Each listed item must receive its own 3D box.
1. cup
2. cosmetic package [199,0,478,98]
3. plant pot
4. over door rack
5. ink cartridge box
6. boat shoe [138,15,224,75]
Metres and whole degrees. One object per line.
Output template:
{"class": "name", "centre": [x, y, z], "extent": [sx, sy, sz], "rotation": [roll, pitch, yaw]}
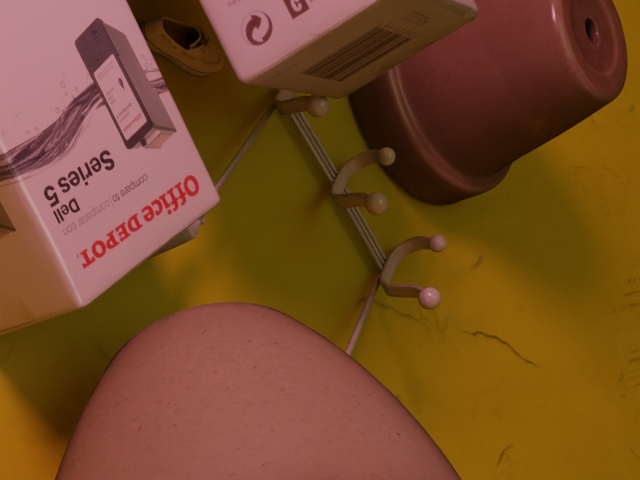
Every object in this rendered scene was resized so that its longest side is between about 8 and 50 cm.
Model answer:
{"class": "cup", "centre": [-0.060, 0.187, 1.130], "extent": [0.331, 0.331, 0.237], "rotation": [34, 26, -41]}
{"class": "cosmetic package", "centre": [-0.059, -0.357, 1.291], "extent": [0.453, 0.161, 0.230], "rotation": [63, 19, 7]}
{"class": "plant pot", "centre": [0.191, -0.185, 1.621], "extent": [0.263, 0.229, 0.263], "rotation": [22, 61, -48]}
{"class": "over door rack", "centre": [0.000, 0.000, 1.405], "extent": [0.239, 0.108, 0.324], "rotation": [59, 39, -19]}
{"class": "ink cartridge box", "centre": [-0.218, -0.096, 1.150], "extent": [0.198, 0.115, 0.273], "rotation": [-42, 111, -50]}
{"class": "boat shoe", "centre": [-0.117, -0.177, 1.376], "extent": [0.100, 0.035, 0.035], "rotation": [25, 59, -45]}
